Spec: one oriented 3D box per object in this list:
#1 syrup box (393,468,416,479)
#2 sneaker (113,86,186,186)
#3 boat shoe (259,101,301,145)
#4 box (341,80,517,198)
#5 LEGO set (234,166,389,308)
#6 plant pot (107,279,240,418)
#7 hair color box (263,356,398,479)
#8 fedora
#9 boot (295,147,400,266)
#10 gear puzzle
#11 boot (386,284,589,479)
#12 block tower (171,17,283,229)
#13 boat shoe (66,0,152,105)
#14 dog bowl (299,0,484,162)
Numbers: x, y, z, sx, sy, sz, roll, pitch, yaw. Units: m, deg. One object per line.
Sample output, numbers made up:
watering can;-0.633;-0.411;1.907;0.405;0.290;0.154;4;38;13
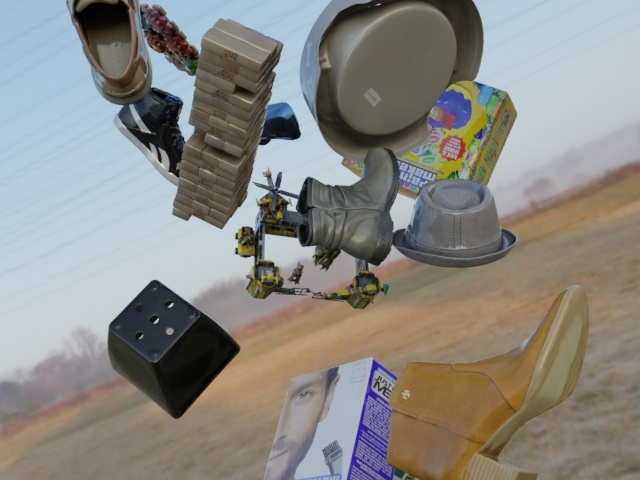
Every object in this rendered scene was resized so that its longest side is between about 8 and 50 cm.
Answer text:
syrup box;0.132;0.386;1.606;0.237;0.093;0.096;-64;-9;29
sneaker;-0.272;-0.194;1.681;0.121;0.217;0.079;-46;6;23
boat shoe;-0.145;-0.246;2.037;0.109;0.089;0.258;-44;29;-22
box;0.250;-0.231;2.056;0.290;0.279;0.177;23;0;22
LEGO set;0.000;0.000;1.861;0.331;0.255;0.192;14;-30;-11
plant pot;-0.289;0.186;1.697;0.187;0.188;0.167;-48;-25;-20
hair color box;0.010;0.359;1.369;0.185;0.110;0.339;-22;38;39
fedora;0.256;-0.047;1.739;0.244;0.124;0.275;2;19;12
boot;0.044;-0.081;1.534;0.161;0.246;0.083;19;-37;-18
gear puzzle;-0.350;-0.443;2.208;0.175;0.339;0.044;18;68;43
boot;0.196;0.173;1.131;0.211;0.295;0.104;16;-8;43
block tower;-0.138;-0.161;1.323;0.335;0.097;0.091;111;-174;-45
boat shoe;-0.344;-0.380;1.435;0.123;0.324;0.116;-20;-5;-5
dog bowl;0.118;-0.310;1.597;0.349;0.102;0.348;-20;-46;-22
